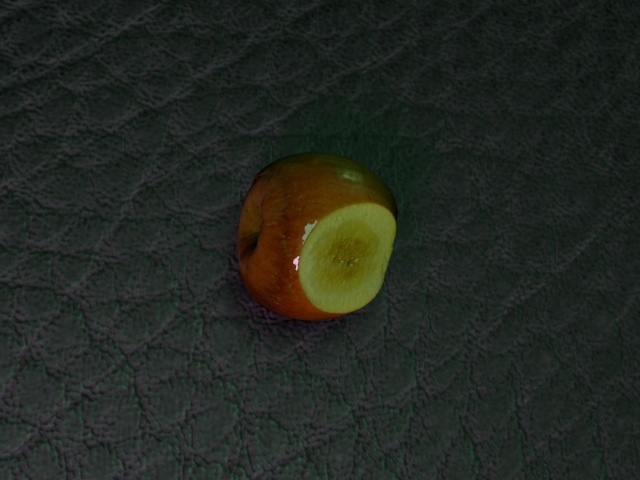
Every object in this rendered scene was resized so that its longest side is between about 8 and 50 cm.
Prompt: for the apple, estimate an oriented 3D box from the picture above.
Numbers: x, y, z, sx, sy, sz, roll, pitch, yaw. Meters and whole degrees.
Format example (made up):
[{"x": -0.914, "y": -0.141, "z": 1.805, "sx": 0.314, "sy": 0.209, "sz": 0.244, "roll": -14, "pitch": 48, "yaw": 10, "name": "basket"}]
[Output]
[{"x": 0.002, "y": -0.006, "z": 1.111, "sx": 0.147, "sy": 0.163, "sz": 0.146, "roll": 10, "pitch": 112, "yaw": -19, "name": "apple"}]
